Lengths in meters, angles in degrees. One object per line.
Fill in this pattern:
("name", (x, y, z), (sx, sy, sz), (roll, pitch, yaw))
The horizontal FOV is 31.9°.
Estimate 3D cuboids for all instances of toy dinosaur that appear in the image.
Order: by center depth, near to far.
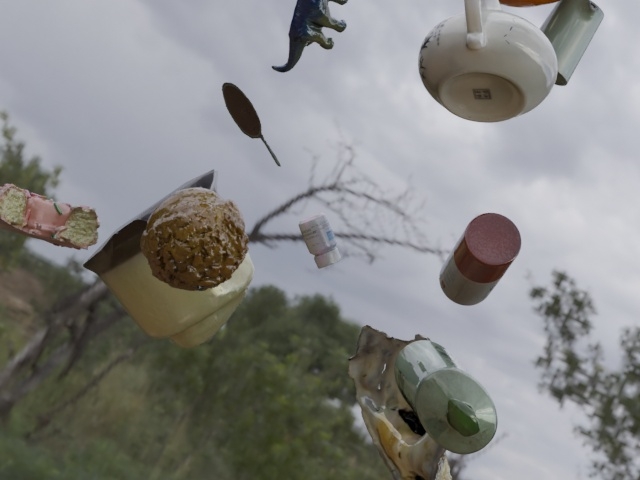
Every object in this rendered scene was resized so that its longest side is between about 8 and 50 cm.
("toy dinosaur", (-0.049, -0.405, 2.010), (0.188, 0.248, 0.075), (19, 39, -43))

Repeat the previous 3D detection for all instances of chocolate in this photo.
("chocolate", (-0.284, 0.057, 2.375), (0.297, 0.314, 0.326), (50, -39, 0))

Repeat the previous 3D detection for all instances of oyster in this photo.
("oyster", (0.153, 0.275, 1.767), (0.100, 0.271, 0.275), (-17, 43, -34))

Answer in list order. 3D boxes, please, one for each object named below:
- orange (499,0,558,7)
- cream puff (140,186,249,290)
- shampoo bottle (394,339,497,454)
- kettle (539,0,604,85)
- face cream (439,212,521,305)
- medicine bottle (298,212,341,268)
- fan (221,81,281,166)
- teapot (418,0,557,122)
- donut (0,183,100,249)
("orange", (0.357, -0.545, 1.940), (0.284, 0.284, 0.226), (31, 4, -23))
("cream puff", (-0.165, 0.007, 1.523), (0.165, 0.150, 0.115), (24, 33, -61))
("shampoo bottle", (0.154, 0.194, 1.360), (0.118, 0.087, 0.234), (55, 0, -7))
("kettle", (0.443, -0.365, 2.043), (0.098, 0.148, 0.127), (30, -4, 19))
("face cream", (0.264, 0.034, 1.869), (0.096, 0.095, 0.214), (26, -20, 5))
("medicine bottle", (0.000, 0.000, 1.937), (0.089, 0.052, 0.052), (68, -16, -4))
("fan", (-0.090, -0.152, 1.478), (0.133, 0.005, 0.085), (54, -22, 3))
("teapot", (0.254, -0.285, 1.692), (0.208, 0.166, 0.299), (14, -35, 23))
("donut", (-0.401, -0.035, 1.587), (0.166, 0.065, 0.117), (22, -11, -36))
